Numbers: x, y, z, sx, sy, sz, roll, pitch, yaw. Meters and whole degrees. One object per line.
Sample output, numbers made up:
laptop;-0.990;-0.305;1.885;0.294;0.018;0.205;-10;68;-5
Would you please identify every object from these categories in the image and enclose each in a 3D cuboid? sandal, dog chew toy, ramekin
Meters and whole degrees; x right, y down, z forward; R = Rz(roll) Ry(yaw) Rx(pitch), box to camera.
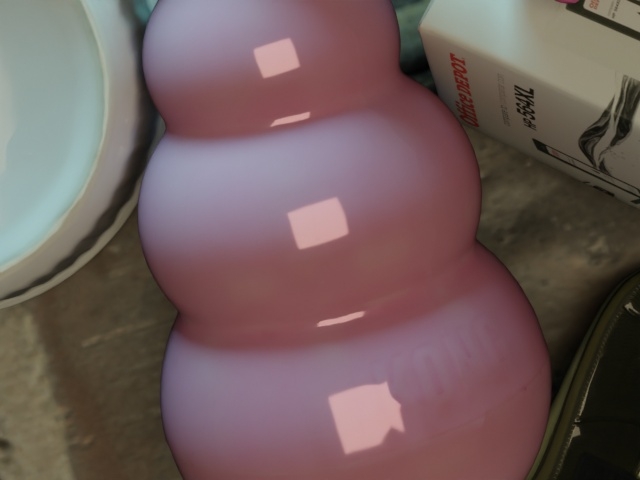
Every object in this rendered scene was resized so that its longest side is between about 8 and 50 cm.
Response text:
sandal;0.142;0.153;1.079;0.120;0.086;0.302;36;81;-17
dog chew toy;0.000;0.000;0.968;0.207;0.206;0.331;-14;106;-2
ramekin;-0.212;-0.082;0.987;0.273;0.127;0.272;-1;100;-4

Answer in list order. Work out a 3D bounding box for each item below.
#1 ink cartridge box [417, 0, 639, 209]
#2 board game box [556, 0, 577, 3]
ink cartridge box;0.161;-0.078;0.967;0.203;0.148;0.086;26;81;15
board game box;0.196;-0.295;0.720;0.390;0.390;0.050;-30;57;6
